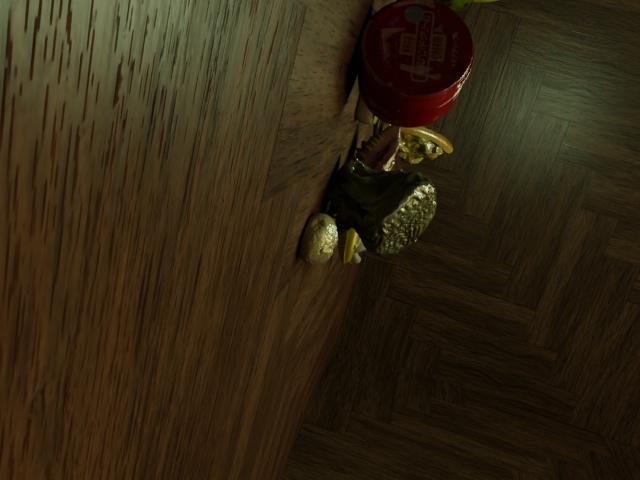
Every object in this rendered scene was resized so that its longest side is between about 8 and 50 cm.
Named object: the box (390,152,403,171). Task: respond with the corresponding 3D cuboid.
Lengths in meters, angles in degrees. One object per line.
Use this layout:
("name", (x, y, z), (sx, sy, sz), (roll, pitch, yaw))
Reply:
("box", (0.241, -0.184, 1.904), (0.404, 0.108, 0.263), (49, 39, -66))

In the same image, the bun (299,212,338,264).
("bun", (0.000, 0.000, 1.140), (0.115, 0.069, 0.115), (17, 90, -81))

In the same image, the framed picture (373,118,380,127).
("framed picture", (0.220, -0.499, 1.792), (0.203, 0.015, 0.150), (99, 11, -47))

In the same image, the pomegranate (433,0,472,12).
("pomegranate", (0.251, -0.601, 1.153), (0.263, 0.211, 0.211), (3, 106, -57))

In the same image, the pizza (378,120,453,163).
("pizza", (0.314, -0.344, 1.947), (0.223, 0.323, 0.089), (-23, -121, 56))

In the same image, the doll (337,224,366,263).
("doll", (0.110, -0.031, 1.714), (0.237, 0.111, 0.252), (-41, 139, -78))

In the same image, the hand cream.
("hand cream", (0.185, -0.355, 1.092), (0.149, 0.230, 0.230), (94, 16, -74))

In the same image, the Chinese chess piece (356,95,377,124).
("Chinese chess piece", (0.127, -0.349, 1.333), (0.122, 0.051, 0.122), (18, 90, -80))

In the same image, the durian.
("durian", (0.113, -0.167, 1.472), (0.341, 0.112, 0.191), (-63, -179, -6))

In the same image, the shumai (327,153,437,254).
("shumai", (0.152, -0.098, 1.314), (0.225, 0.222, 0.261), (-45, 148, 6))
